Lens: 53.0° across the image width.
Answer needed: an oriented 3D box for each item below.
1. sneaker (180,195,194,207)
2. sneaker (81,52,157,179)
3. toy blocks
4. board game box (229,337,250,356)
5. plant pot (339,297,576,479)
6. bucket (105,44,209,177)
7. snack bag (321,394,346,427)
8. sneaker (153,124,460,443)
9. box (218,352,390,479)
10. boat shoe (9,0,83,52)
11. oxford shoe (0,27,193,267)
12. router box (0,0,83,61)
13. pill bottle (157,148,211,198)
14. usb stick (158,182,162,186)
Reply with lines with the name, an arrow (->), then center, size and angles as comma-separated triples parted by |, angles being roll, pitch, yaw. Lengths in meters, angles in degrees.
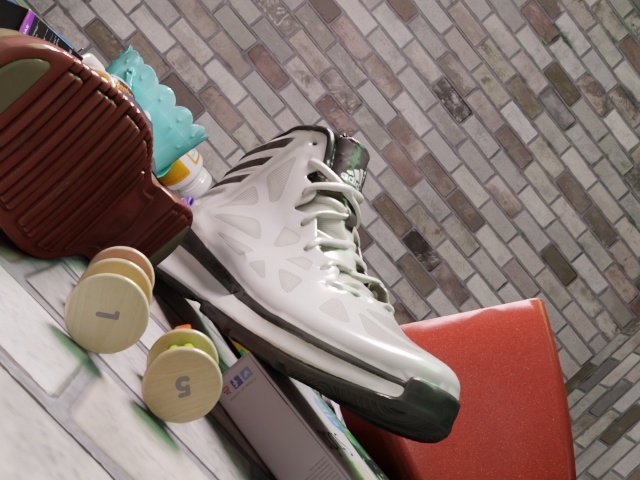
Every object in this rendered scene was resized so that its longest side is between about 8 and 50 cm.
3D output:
sneaker -> -0.263, -0.035, 1.418 | 0.170, 0.071, 0.068 | 48, -3, 19
sneaker -> -0.273, -0.130, 0.812 | 0.321, 0.127, 0.126 | 49, -4, 27
toy blocks -> -0.128, 0.061, 0.484 | 0.123, 0.054, 0.148 | 49, -3, -15
board game box -> -0.111, 0.104, 0.920 | 0.124, 0.039, 0.259 | 28, 15, -51
plant pot -> 0.185, 0.263, 0.859 | 0.267, 0.267, 0.236 | 91, -13, -56
bucket -> -0.410, -0.282, 1.477 | 0.281, 0.183, 0.281 | 48, -2, 2
snack bag -> 0.112, 0.405, 1.249 | 0.323, 0.037, 0.342 | 48, -3, -9
sneaker -> -0.001, -0.001, 0.662 | 0.447, 0.258, 0.169 | 26, -12, 46
box -> 0.040, 0.261, 0.638 | 0.322, 0.058, 0.232 | 48, -3, 21
boat shoe -> -0.495, -0.342, 1.163 | 0.258, 0.109, 0.089 | 50, -6, 8
oxford shoe -> -0.206, -0.063, 0.506 | 0.130, 0.123, 0.348 | 43, -14, 11
router box -> -0.321, -0.198, 0.571 | 0.178, 0.046, 0.133 | 23, -2, -2
pill bottle -> -0.405, -0.223, 1.734 | 0.246, 0.136, 0.136 | 51, -4, -41
usb stick -> -0.258, -0.026, 1.230 | 0.278, 0.045, 0.077 | 49, -3, -24
